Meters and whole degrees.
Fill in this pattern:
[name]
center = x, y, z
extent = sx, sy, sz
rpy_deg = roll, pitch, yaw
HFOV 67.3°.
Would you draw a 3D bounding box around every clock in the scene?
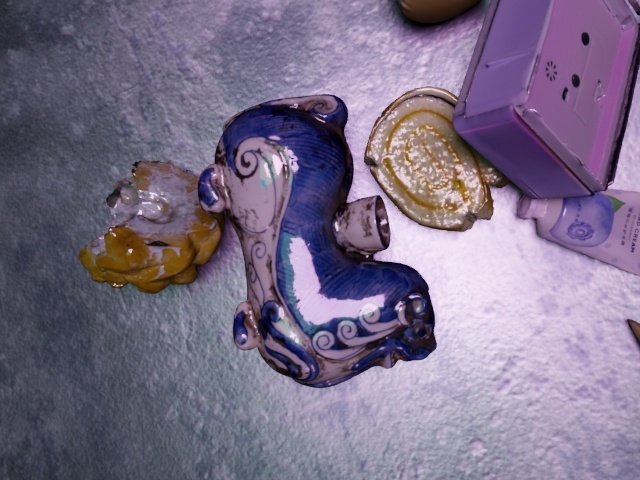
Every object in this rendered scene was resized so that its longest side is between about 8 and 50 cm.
[clock]
center = 0.204, -0.150, 0.418
extent = 0.144, 0.073, 0.194
rpy_deg = 30, 73, -30

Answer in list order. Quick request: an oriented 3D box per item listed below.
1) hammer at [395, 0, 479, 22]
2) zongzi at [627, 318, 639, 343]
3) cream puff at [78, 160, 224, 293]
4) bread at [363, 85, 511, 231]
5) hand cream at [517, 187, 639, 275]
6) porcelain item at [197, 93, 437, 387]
[hammer]
center = 0.197, -0.354, 0.473
extent = 0.305, 0.113, 0.202
rpy_deg = -18, 88, 4
[zongzi]
center = 0.354, 0.103, 0.465
extent = 0.076, 0.040, 0.083
rpy_deg = -20, 67, 3
[cream puff]
center = -0.184, -0.006, 0.530
extent = 0.121, 0.156, 0.156
rpy_deg = 24, 94, -32
[bread]
center = 0.119, -0.078, 0.495
extent = 0.117, 0.064, 0.156
rpy_deg = -37, 83, 12
[hand cream]
center = 0.269, -0.020, 0.476
extent = 0.142, 0.053, 0.084
rpy_deg = 14, 91, 1
[porcelain item]
center = 0.000, 0.000, 0.472
extent = 0.186, 0.138, 0.288
rpy_deg = -12, 89, 16
